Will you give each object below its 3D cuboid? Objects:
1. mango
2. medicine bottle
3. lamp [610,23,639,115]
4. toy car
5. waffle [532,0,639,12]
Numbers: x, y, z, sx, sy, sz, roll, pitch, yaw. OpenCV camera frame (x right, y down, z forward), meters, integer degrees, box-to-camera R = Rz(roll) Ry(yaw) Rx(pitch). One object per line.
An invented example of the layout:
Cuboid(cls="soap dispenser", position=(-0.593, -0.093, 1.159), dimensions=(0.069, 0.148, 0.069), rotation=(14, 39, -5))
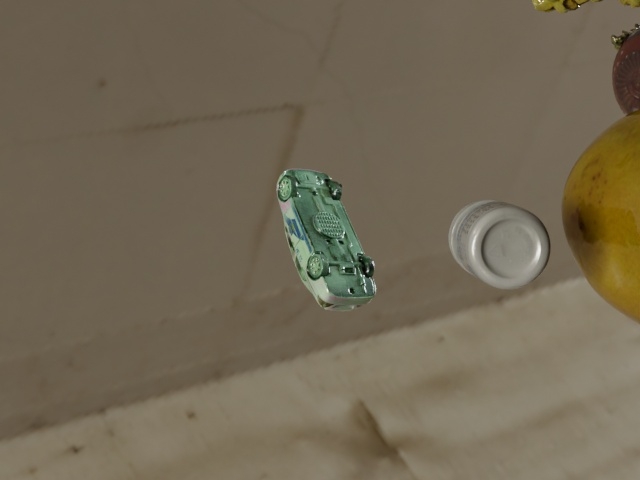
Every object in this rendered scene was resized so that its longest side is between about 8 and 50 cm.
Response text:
Cuboid(cls="mango", position=(0.499, -0.009, 1.721), dimensions=(0.232, 0.445, 0.300), rotation=(-5, -73, -40))
Cuboid(cls="medicine bottle", position=(0.221, 0.003, 1.723), dimensions=(0.105, 0.105, 0.168), rotation=(-37, 6, 1))
Cuboid(cls="lamp", position=(0.480, -0.224, 1.880), dimensions=(0.135, 0.157, 0.156), rotation=(-17, 11, -34))
Cuboid(cls="toy car", position=(0.000, 0.000, 1.902), dimensions=(0.090, 0.224, 0.076), rotation=(3, -40, -34))
Cuboid(cls="waffle", position=(0.257, -0.325, 1.371), dimensions=(0.254, 0.052, 0.245), rotation=(6, -39, -1))
